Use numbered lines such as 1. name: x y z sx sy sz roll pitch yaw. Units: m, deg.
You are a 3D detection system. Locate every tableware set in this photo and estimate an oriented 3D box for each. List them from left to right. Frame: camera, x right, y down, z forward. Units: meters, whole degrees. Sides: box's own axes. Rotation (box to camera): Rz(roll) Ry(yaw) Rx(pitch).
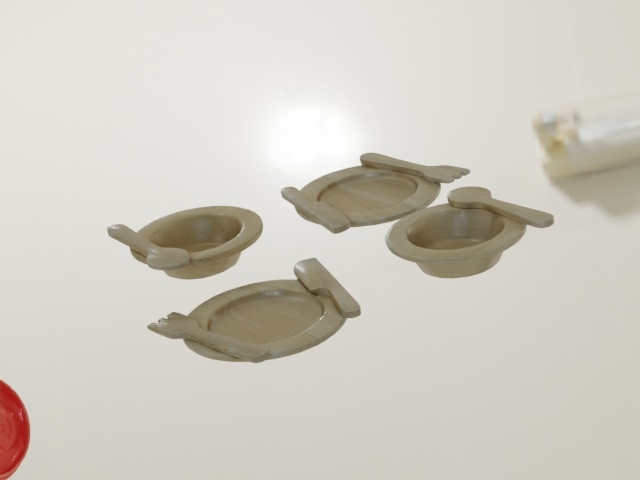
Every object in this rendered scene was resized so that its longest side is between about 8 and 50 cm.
1. tableware set: 0.000 0.000 0.650 0.169 0.141 0.020 -20 -64 -24

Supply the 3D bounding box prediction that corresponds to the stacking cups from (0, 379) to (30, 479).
1. stacking cups: -0.288 0.141 0.977 0.316 0.096 0.096 -19 -34 36
